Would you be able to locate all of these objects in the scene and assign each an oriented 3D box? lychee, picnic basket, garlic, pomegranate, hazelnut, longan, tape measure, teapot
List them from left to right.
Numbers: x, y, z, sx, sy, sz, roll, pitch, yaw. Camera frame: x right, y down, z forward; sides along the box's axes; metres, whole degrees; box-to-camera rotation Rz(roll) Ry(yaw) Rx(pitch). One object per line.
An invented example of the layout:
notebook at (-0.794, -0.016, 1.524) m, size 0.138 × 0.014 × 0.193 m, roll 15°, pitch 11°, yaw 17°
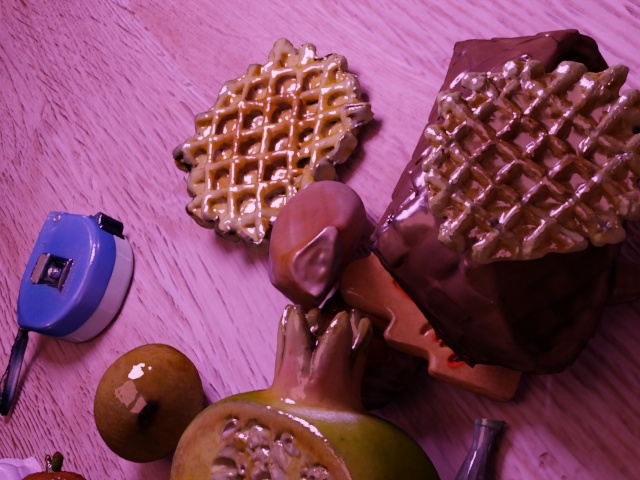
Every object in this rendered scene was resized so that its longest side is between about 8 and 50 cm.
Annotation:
lychee at (-0.374, 0.370, 1.454) m, size 0.114 × 0.114 × 0.147 m, roll -12°, pitch 79°, yaw 39°
tape measure at (-0.423, 0.121, 1.655) m, size 0.215 × 0.098 × 0.351 m, roll 5°, pitch 74°, yaw 46°
longan at (-0.228, 0.217, 1.393) m, size 0.154 × 0.176 × 0.145 m, roll -36°, pitch 86°, yaw -5°
garlic at (-0.005, 0.008, 1.216) m, size 0.143 × 0.112 × 0.318 m, roll -60°, pitch 8°, yaw 11°
pomegranate at (0.007, 0.247, 1.069) m, size 0.309 × 0.216 × 0.359 m, roll 5°, pitch 82°, yaw 46°
hazelnut at (0.052, 0.120, 1.184) m, size 0.154 × 0.143 × 0.143 m, roll -56°, pitch 42°, yaw 15°
teapot at (0.162, 0.237, 1.075) m, size 0.042 × 0.043 × 0.111 m, roll 2°, pitch 65°, yaw 44°
picnic basket at (0.254, -0.035, 0.957) m, size 0.337 × 0.293 × 0.337 m, roll -20°, pitch 45°, yaw 21°

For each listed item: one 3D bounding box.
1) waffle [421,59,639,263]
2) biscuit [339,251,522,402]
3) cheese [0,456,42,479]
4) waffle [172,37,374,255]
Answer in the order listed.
waffle at (0.171, -0.067, 0.827) m, size 0.183 × 0.036 × 0.169 m, roll -6°, pitch 73°, yaw 17°
biscuit at (0.144, 0.066, 1.115) m, size 0.212 × 0.041 × 0.239 m, roll -22°, pitch 65°, yaw -18°
cheese at (-0.532, 0.413, 1.571) m, size 0.244 × 0.052 × 0.135 m, roll -32°, pitch 45°, yaw -11°
waffle at (-0.070, -0.140, 1.483) m, size 0.317 × 0.073 × 0.297 m, roll -48°, pitch 49°, yaw 2°
